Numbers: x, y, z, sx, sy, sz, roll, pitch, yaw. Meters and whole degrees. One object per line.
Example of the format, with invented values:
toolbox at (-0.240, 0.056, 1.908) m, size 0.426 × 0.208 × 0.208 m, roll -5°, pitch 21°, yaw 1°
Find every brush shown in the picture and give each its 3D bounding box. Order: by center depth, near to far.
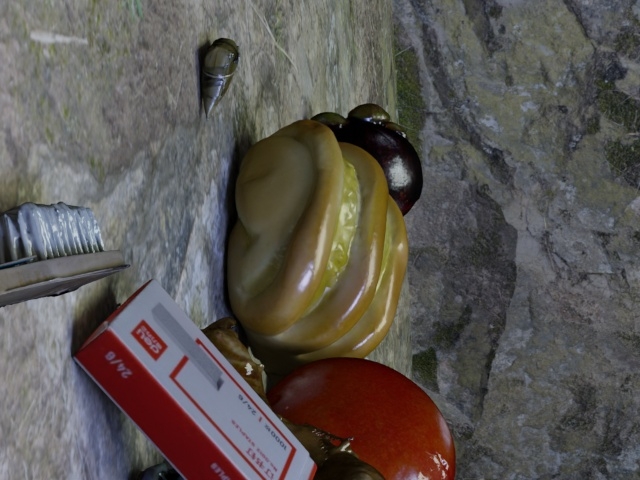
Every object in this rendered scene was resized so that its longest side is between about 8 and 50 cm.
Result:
brush at (-0.209, 0.012, 0.741) m, size 0.327 × 0.070 × 0.065 m, roll -19°, pitch 91°, yaw -78°

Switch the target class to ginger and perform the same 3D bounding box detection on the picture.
ginger at (-0.041, 0.208, 1.204) m, size 0.107 × 0.309 × 0.133 m, roll 0°, pitch 124°, yaw -51°

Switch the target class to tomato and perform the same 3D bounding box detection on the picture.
tomato at (0.006, 0.266, 1.384) m, size 0.226 × 0.298 × 0.298 m, roll 51°, pitch 14°, yaw -2°

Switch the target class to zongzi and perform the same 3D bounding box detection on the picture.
zongzi at (-0.115, -0.184, 1.339) m, size 0.076 × 0.040 × 0.083 m, roll -81°, pitch 180°, yaw -70°

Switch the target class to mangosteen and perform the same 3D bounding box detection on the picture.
mangosteen at (0.072, -0.115, 1.945) m, size 0.210 × 0.210 × 0.210 m, roll 0°, pitch 90°, yaw -80°

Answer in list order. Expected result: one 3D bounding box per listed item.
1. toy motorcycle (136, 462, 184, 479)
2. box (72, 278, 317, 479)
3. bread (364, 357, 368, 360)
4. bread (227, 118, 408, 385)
toy motorcycle at (-0.079, 0.362, 1.113) m, size 0.241 × 0.182 × 0.319 m, roll -23°, pitch 111°, yaw -79°
box at (-0.101, 0.146, 1.006) m, size 0.229 × 0.050 × 0.123 m, roll 49°, pitch 20°, yaw -6°
bread at (0.021, 0.211, 1.750) m, size 0.190 × 0.123 × 0.244 m, roll 54°, pitch 0°, yaw 8°
bread at (0.000, 0.000, 1.493) m, size 0.270 × 0.211 × 0.315 m, roll 76°, pitch 14°, yaw -51°
